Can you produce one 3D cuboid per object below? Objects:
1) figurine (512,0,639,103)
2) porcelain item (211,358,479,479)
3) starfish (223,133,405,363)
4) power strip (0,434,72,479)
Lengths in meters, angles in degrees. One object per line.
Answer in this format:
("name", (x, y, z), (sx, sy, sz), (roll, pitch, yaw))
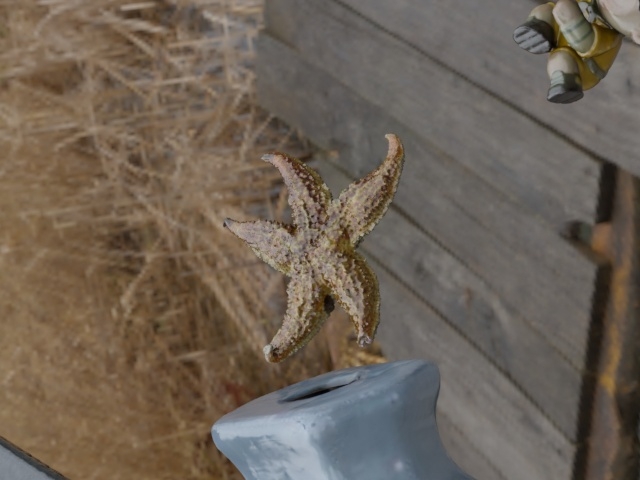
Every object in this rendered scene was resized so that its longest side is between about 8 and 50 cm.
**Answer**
("figurine", (0.334, -0.255, 1.192), (0.257, 0.167, 0.192), (-33, 54, 44))
("porcelain item", (0.065, 0.304, 0.900), (0.243, 0.178, 0.405), (-17, 92, 51))
("starfish", (-0.001, 0.000, 1.074), (0.227, 0.043, 0.240), (40, 97, 33))
("power strip", (-0.282, 0.251, 1.066), (0.257, 0.105, 0.070), (22, 162, 34))
